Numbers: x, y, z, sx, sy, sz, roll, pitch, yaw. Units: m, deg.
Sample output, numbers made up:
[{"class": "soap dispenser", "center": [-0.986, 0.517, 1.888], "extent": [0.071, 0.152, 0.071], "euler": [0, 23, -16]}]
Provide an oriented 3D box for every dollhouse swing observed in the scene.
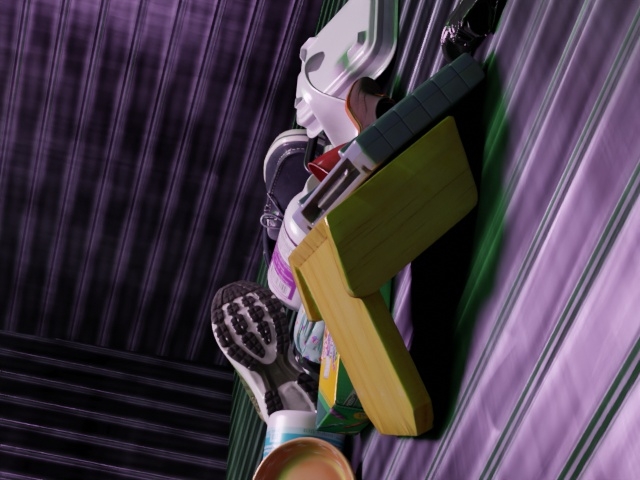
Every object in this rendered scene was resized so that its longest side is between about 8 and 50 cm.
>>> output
[{"class": "dollhouse swing", "center": [0.133, 0.062, 1.454], "extent": [0.315, 0.305, 0.347], "euler": [-39, -2, -14]}]

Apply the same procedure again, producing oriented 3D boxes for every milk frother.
[{"class": "milk frother", "center": [0.045, -0.186, 2.302], "extent": [0.143, 0.129, 0.134], "euler": [21, -104, -54]}]

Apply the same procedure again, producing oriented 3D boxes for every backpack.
[{"class": "backpack", "center": [0.012, 0.154, 1.978], "extent": [0.152, 0.115, 0.182], "euler": [-92, 17, -66]}]

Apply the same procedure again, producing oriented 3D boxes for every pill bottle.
[{"class": "pill bottle", "center": [-0.038, 0.448, 1.839], "extent": [0.146, 0.146, 0.264], "euler": [121, 158, -68]}, {"class": "pill bottle", "center": [0.000, 0.000, 2.055], "extent": [0.301, 0.169, 0.169], "euler": [110, 167, -49]}]

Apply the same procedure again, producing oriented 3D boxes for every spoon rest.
[{"class": "spoon rest", "center": [0.034, -0.262, 2.077], "extent": [0.276, 0.084, 0.137], "euler": [57, 144, 22]}]

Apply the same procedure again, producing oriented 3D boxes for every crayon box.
[{"class": "crayon box", "center": [0.057, 0.176, 1.746], "extent": [0.165, 0.081, 0.278], "euler": [116, 163, -63]}]

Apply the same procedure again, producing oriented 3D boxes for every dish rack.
[{"class": "dish rack", "center": [0.043, -0.409, 2.223], "extent": [0.333, 0.072, 0.285], "euler": [-41, 35, 44]}]

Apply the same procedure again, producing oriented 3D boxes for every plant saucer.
[{"class": "plant saucer", "center": [-0.025, 0.435, 1.729], "extent": [0.037, 0.200, 0.199], "euler": [41, -128, -58]}]

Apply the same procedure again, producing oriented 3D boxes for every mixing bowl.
[{"class": "mixing bowl", "center": [0.077, -0.108, 1.765], "extent": [0.098, 0.181, 0.181], "euler": [-50, 6, -6]}]

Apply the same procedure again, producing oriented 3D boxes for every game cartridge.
[{"class": "game cartridge", "center": [0.090, -0.135, 1.505], "extent": [0.230, 0.068, 0.355], "euler": [-44, -1, -22]}]

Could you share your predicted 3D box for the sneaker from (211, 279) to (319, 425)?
[{"class": "sneaker", "center": [-0.114, 0.274, 2.103], "extent": [0.410, 0.158, 0.182], "euler": [62, 160, 24]}]

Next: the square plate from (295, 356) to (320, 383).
[{"class": "square plate", "center": [-0.026, 0.324, 2.257], "extent": [0.347, 0.049, 0.344], "euler": [-97, 18, -63]}]

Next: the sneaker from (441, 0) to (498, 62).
[{"class": "sneaker", "center": [0.208, -0.302, 1.409], "extent": [0.089, 0.051, 0.170], "euler": [-82, 10, -49]}]

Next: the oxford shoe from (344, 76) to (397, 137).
[{"class": "oxford shoe", "center": [0.113, -0.237, 1.918], "extent": [0.098, 0.097, 0.271], "euler": [-53, 29, 33]}]

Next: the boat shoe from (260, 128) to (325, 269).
[{"class": "boat shoe", "center": [-0.057, -0.074, 2.543], "extent": [0.500, 0.187, 0.156], "euler": [102, 168, -49]}]
